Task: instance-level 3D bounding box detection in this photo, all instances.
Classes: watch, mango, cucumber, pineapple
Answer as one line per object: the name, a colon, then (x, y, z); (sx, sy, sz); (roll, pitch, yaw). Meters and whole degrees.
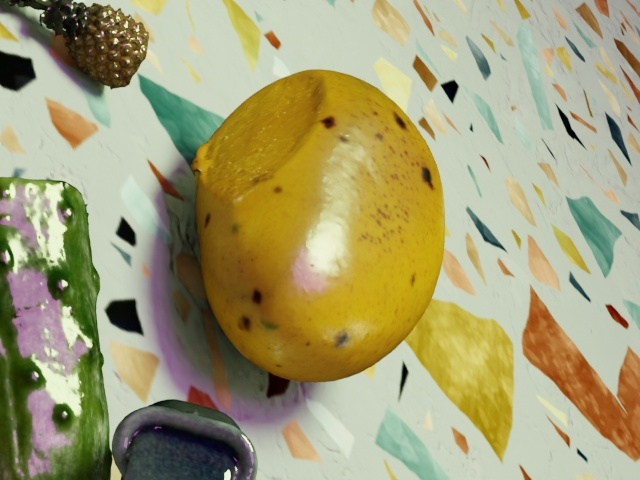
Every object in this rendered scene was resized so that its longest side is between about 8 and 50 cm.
watch: (-0.083, 0.174, 0.818); (0.068, 0.206, 0.193); (14, 13, -2)
mango: (0.000, 0.000, 1.222); (0.191, 0.160, 0.290); (58, 27, -21)
cucumber: (-0.162, 0.092, 0.848); (0.134, 0.134, 0.244); (24, 44, -51)
pineapple: (-0.182, -0.155, 1.197); (0.124, 0.058, 0.058); (27, 37, -31)
